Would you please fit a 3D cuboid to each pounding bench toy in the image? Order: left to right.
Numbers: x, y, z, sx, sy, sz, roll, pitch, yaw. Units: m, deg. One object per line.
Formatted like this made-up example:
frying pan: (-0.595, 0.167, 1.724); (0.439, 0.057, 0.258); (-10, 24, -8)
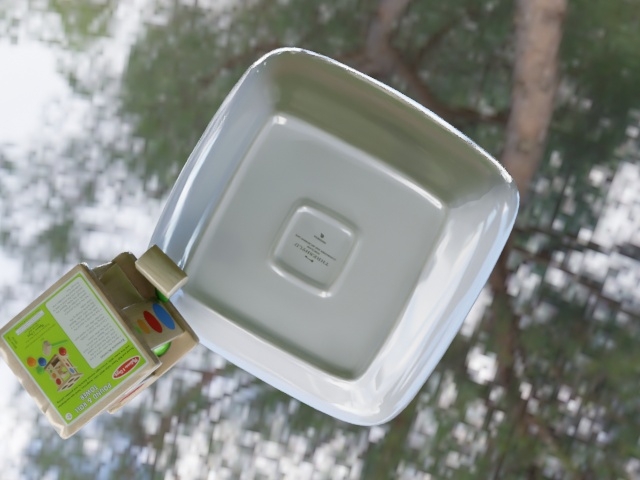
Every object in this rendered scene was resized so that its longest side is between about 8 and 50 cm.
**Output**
pounding bench toy: (-0.080, 0.032, 0.786); (0.052, 0.083, 0.065); (52, -164, 4)

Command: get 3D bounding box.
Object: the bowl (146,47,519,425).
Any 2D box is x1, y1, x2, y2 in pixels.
bowl: (0.000, 0.000, 0.819); (0.142, 0.142, 0.053); (30, -171, 5)
